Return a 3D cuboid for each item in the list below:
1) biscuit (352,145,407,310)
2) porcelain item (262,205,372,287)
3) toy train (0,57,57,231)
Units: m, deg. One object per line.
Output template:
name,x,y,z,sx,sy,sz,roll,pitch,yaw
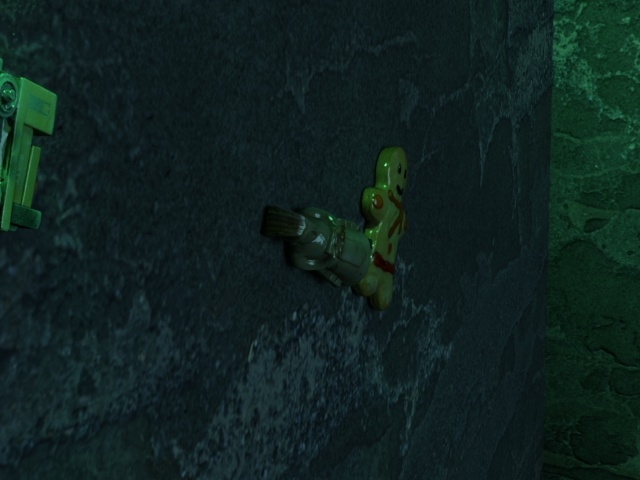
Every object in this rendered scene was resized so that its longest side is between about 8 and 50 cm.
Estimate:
biscuit,0.092,-0.024,1.308,0.153,0.030,0.234,42,58,-64
porcelain item,0.000,0.000,1.072,0.213,0.054,0.084,29,67,-64
toy train,-0.212,-0.057,0.586,0.081,0.050,0.122,24,72,-73
